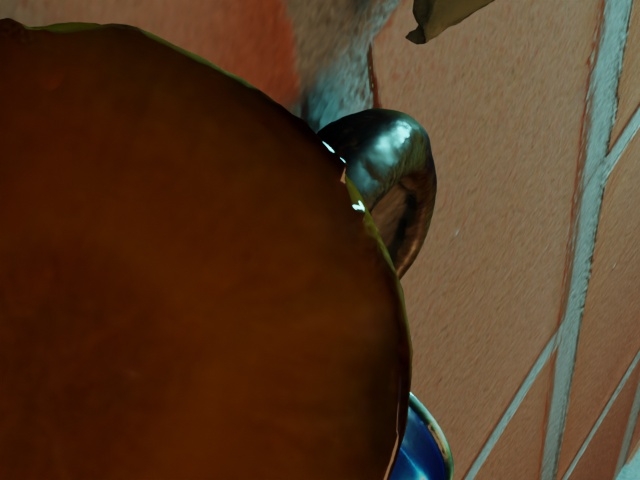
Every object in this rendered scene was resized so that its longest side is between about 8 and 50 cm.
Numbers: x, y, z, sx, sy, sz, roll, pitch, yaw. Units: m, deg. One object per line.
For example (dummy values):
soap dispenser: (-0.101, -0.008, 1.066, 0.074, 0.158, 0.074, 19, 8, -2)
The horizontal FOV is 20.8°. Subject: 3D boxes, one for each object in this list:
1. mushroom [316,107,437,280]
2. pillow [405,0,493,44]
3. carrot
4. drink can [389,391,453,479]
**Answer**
mushroom: (0.000, 0.000, 0.697, 0.123, 0.052, 0.123, -45, 158, -24)
pillow: (0.080, -0.177, 0.646, 0.119, 0.053, 0.208, -47, 155, -45)
carrot: (-0.047, 0.031, 0.488, 0.159, 0.159, 0.225, -62, 173, 2)
drink can: (-0.034, 0.142, 0.712, 0.205, 0.118, 0.118, -49, 159, -38)
